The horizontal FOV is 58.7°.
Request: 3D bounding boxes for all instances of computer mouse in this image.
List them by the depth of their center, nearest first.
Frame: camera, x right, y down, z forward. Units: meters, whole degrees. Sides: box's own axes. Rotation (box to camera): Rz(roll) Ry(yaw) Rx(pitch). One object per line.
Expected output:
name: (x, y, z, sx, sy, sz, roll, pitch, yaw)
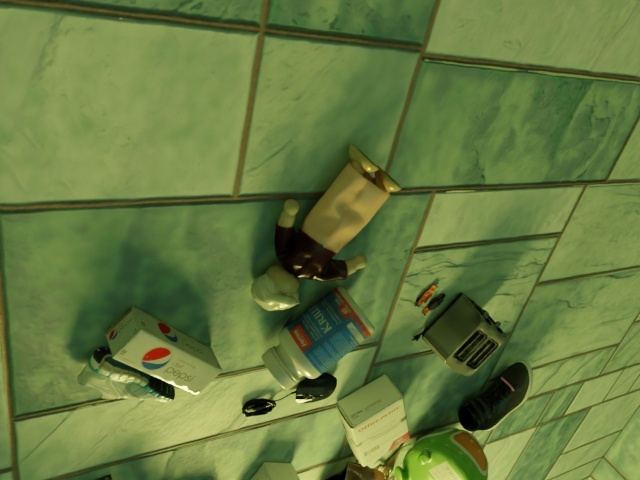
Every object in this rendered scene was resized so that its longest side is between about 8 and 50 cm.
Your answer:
computer mouse: (-0.065, 0.367, 1.324, 0.241, 0.041, 0.071, -14, 130, -23)

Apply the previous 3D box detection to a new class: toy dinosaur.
toy dinosaur: (0.211, 0.702, 1.764, 0.092, 0.053, 0.183, -2, 115, -53)

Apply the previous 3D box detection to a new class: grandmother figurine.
grandmother figurine: (0.000, 0.000, 1.053, 0.207, 0.104, 0.342, 39, 102, -17)

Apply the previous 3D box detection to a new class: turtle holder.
turtle holder: (0.382, 0.720, 1.747, 0.227, 0.243, 0.321, -27, 133, -46)

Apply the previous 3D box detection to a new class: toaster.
toaster: (0.363, 0.247, 1.461, 0.186, 0.110, 0.168, -48, 134, 8)

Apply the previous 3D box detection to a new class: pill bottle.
pill bottle: (-0.008, 0.206, 1.178, 0.221, 0.124, 0.124, -38, 135, -3)

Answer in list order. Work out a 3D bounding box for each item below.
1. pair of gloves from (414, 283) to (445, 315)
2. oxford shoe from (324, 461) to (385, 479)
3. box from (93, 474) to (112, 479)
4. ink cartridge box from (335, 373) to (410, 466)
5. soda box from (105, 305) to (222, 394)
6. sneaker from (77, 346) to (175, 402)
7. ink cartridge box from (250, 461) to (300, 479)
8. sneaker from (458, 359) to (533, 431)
pair of gloves: (0.269, 0.147, 1.393, 0.074, 0.010, 0.083, -45, 136, 4)
oxford shoe: (0.033, 0.763, 1.662, 0.132, 0.130, 0.364, 32, 113, -10)
box: (-0.478, 0.533, 1.198, 0.083, 0.018, 0.067, -12, 129, -25)
ink cartridge box: (0.142, 0.478, 1.507, 0.158, 0.092, 0.218, -27, 135, -13)
soda box: (-0.281, 0.204, 1.039, 0.074, 0.069, 0.216, -44, 136, 3)
sneaker: (-0.355, 0.262, 1.045, 0.083, 0.071, 0.190, -44, 127, 12)
ink cartridge box: (-0.147, 0.664, 1.483, 0.104, 0.060, 0.180, 22, 109, -42)
sneaker: (0.539, 0.494, 1.766, 0.146, 0.105, 0.296, 2, 126, -40)
